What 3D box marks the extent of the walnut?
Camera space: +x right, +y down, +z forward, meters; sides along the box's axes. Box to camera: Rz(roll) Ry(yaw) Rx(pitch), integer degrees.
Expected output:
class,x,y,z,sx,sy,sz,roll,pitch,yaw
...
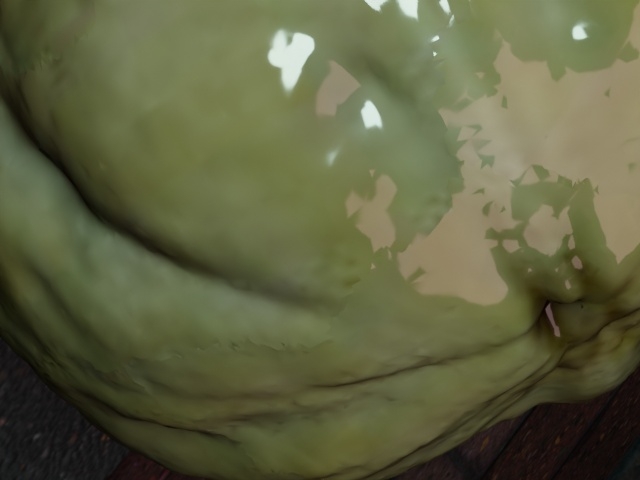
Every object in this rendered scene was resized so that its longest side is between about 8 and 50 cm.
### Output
class,x,y,z,sx,sy,sz,roll,pitch,yaw
walnut,0.009,-0.090,0.620,0.381,0.381,0.381,-40,150,-29
